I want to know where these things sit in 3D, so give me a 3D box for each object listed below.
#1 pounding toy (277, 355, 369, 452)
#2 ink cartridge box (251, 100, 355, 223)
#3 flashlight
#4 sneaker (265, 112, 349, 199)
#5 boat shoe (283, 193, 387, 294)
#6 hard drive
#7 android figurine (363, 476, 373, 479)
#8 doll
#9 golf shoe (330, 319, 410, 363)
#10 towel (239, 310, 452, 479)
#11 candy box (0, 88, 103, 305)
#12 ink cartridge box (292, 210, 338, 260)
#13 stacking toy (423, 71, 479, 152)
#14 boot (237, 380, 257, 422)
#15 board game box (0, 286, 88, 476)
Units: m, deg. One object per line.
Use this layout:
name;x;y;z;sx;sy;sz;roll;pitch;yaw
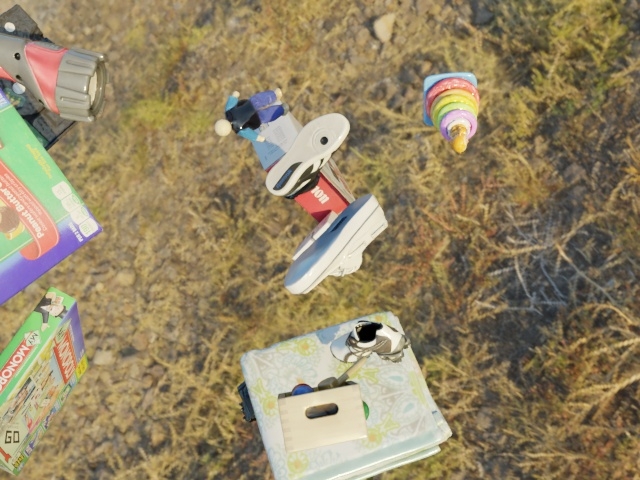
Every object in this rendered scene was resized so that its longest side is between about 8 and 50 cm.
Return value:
pounding toy;0.012;0.225;0.949;0.141;0.130;0.100;-10;82;-5
ink cartridge box;-0.042;-0.188;1.868;0.130;0.309;0.272;-36;48;11
flashlight;-0.456;-0.241;0.943;0.103;0.303;0.103;108;171;-69
sneaker;-0.014;-0.176;1.424;0.217;0.121;0.079;-42;74;14
boat shoe;0.040;0.020;1.213;0.258;0.084;0.095;-46;19;-28
hard drive;-0.608;-0.246;1.271;0.339;0.237;0.064;-53;23;-25
android figurine;0.013;0.517;1.580;0.272;0.056;0.248;-10;14;30
doll;-0.156;-0.278;1.525;0.189;0.129;0.046;-30;6;-34
golf shoe;0.081;0.190;1.336;0.198;0.094;0.077;-14;40;44
towel;0.050;0.338;1.433;0.374;0.090;0.321;-15;59;-12
candy box;-0.504;-0.028;0.894;0.122;0.268;0.317;-13;25;49
ink cartridge box;0.000;0.000;1.878;0.150;0.063;0.109;-46;8;21
stacking toy;0.391;-0.348;1.960;0.165;0.175;0.302;-3;39;5
boot;-0.167;0.398;1.719;0.121;0.045;0.099;-46;53;37
board game box;-0.438;0.225;1.030;0.214;0.046;0.317;-63;0;-30
